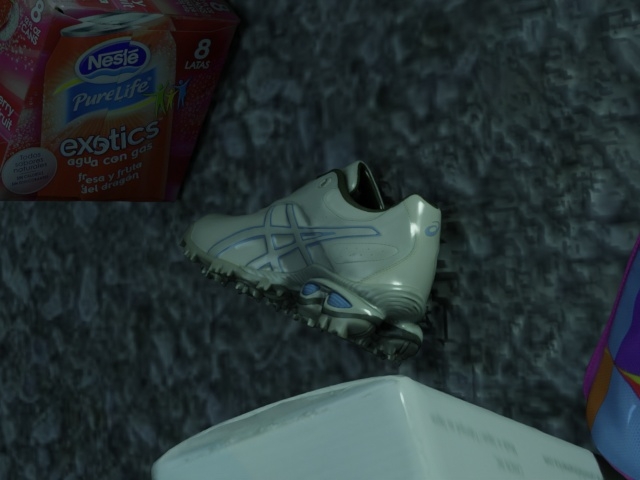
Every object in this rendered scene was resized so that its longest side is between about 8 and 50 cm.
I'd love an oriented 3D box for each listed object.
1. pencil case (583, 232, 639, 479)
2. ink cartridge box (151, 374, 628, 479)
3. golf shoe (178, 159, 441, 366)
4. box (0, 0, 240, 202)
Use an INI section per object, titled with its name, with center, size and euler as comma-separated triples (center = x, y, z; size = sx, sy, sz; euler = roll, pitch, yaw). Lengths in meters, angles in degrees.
[pencil case]
center = 0.165, -0.018, 0.689
size = 0.104, 0.104, 0.236
euler = 37, 119, 48
[ink cartridge box]
center = 0.092, 0.251, 0.621
size = 0.091, 0.308, 0.385
euler = -20, 70, 18
[golf shoe]
center = 0.000, 0.000, 0.964
size = 0.176, 0.069, 0.086
euler = 20, 86, 49
[box]
center = -0.167, -0.143, 1.124
size = 0.257, 0.123, 0.128
euler = 51, 130, 40
